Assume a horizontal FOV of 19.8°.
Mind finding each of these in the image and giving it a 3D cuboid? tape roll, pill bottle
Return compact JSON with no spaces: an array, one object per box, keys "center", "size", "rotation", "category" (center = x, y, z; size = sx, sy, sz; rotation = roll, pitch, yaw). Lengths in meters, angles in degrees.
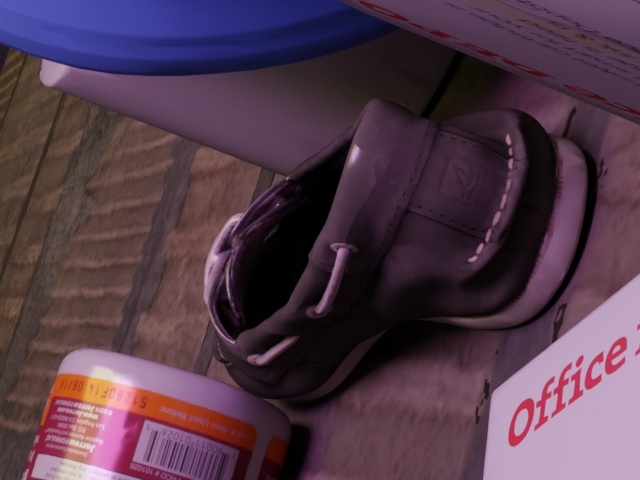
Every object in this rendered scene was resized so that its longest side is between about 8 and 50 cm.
[{"center":[-0.026,-0.165,0.957],"size":[0.246,0.169,0.246],"rotation":[-57,21,35],"category":"tape roll"},{"center":[-0.099,0.173,0.879],"size":[0.121,0.121,0.221],"rotation":[-17,54,68],"category":"pill bottle"}]

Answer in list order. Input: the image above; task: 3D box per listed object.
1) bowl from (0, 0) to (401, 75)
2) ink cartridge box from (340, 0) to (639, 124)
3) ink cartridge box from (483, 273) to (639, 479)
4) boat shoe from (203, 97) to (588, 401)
[{"center":[-0.055,-0.262,0.801],"size":[0.077,0.391,0.391],"rotation":[83,-160,-69],"category":"bowl"},{"center":[0.128,-0.125,0.405],"size":[0.197,0.198,0.270],"rotation":[-70,18,-1],"category":"ink cartridge box"},{"center":[0.106,0.096,0.336],"size":[0.128,0.127,0.176],"rotation":[-47,29,52],"category":"ink cartridge box"},{"center":[0.000,0.000,0.818],"size":[0.335,0.095,0.112],"rotation":[-26,46,65],"category":"boat shoe"}]
